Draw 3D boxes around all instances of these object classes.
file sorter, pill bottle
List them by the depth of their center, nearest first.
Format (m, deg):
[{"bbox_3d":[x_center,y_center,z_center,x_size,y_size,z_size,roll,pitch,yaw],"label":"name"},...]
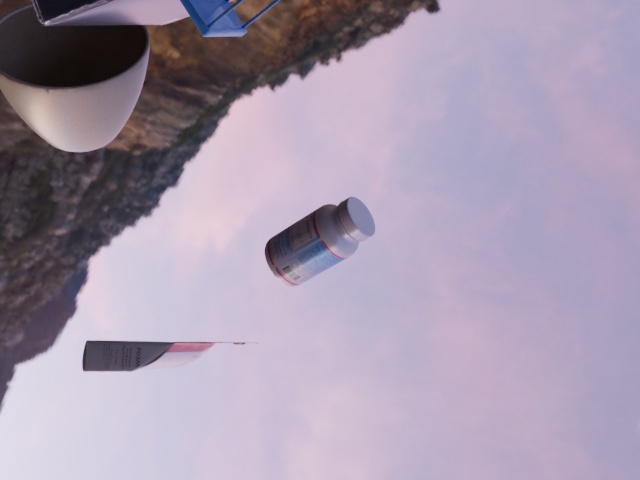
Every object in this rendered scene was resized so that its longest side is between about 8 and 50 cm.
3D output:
[{"bbox_3d":[-0.125,-0.343,1.032,0.104,0.170,0.118,-32,-178,22],"label":"file sorter"},{"bbox_3d":[0.000,0.000,1.298,0.160,0.087,0.087,-30,-135,29],"label":"pill bottle"}]

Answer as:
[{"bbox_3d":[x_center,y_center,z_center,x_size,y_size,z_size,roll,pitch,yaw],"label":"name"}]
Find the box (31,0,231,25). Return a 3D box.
[{"bbox_3d":[-0.284,-0.597,1.327,0.297,0.472,0.480,-14,-169,14],"label":"box"}]

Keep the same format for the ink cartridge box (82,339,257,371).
[{"bbox_3d":[-0.242,0.190,1.425,0.232,0.189,0.066,3,-96,14],"label":"ink cartridge box"}]

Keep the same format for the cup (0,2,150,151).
[{"bbox_3d":[-0.527,-0.333,1.864,0.237,0.331,0.331,96,-12,-47],"label":"cup"}]
